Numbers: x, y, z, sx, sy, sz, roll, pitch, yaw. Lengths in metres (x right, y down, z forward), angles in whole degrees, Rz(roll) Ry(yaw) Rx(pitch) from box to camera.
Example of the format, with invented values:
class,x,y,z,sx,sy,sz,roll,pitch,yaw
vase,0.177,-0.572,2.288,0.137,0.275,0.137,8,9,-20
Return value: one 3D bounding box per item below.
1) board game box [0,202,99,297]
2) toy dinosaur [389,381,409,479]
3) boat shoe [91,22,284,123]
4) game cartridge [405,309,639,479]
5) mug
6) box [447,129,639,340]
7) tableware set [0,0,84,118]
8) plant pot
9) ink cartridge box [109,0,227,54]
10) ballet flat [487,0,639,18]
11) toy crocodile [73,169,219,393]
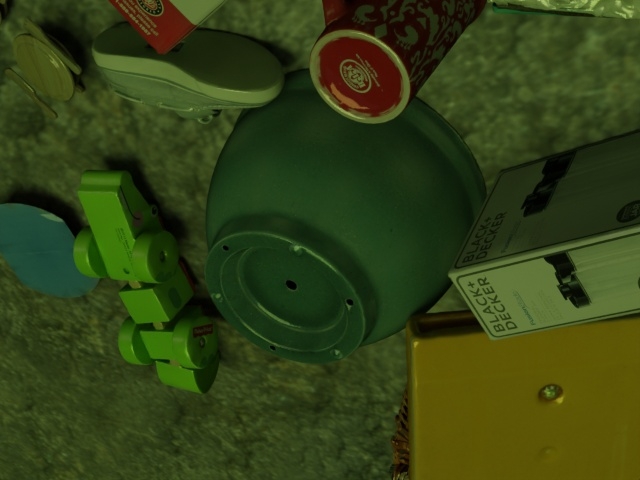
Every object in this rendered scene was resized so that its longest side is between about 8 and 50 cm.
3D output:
class,x,y,z,sx,sy,sz,roll,pitch,yaw
board game box,-0.355,0.004,1.583,0.133,0.033,0.168,-4,132,27
toy dinosaur,0.156,0.304,1.482,0.218,0.164,0.322,14,159,42
boat shoe,-0.132,-0.166,1.262,0.228,0.079,0.081,16,142,26
game cartridge,0.233,0.209,1.279,0.285,0.052,0.323,-5,121,-3
mug,0.049,-0.193,1.053,0.150,0.169,0.113,29,139,4
box,0.273,-0.017,1.086,0.290,0.169,0.087,-16,120,41
tableware set,-0.334,-0.235,1.341,0.194,0.039,0.128,44,149,-5
plant pot,0.000,0.000,1.244,0.293,0.196,0.293,17,136,17
ink cartridge box,-0.109,-0.321,1.067,0.197,0.114,0.273,46,137,-14
ballet flat,0.312,-0.210,0.913,0.409,0.147,0.147,14,135,22
toy crocodile,-0.204,0.056,1.500,0.115,0.105,0.340,-1,124,32
